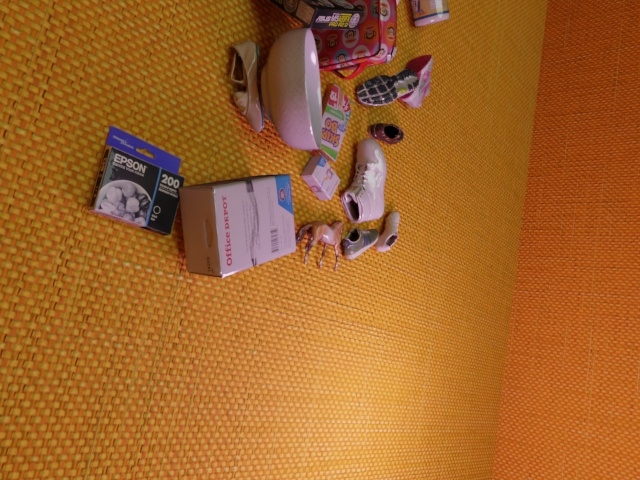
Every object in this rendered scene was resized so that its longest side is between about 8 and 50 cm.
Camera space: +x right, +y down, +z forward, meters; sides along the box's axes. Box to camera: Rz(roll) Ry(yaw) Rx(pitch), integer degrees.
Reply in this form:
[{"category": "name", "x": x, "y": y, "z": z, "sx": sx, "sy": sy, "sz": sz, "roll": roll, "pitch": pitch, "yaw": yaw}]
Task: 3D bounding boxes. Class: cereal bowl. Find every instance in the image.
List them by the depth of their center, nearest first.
[{"category": "cereal bowl", "x": -0.082, "y": -0.421, "z": 1.554, "sx": 0.339, "sy": 0.141, "sz": 0.339, "roll": -4, "pitch": 90, "yaw": -82}]

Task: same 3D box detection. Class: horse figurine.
[{"category": "horse figurine", "x": 0.000, "y": 0.000, "z": 1.771, "sx": 0.263, "sy": 0.066, "sz": 0.174, "roll": 17, "pitch": 84, "yaw": -51}]

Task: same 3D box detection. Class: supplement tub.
[{"category": "supplement tub", "x": 0.432, "y": -0.975, "z": 2.193, "sx": 0.144, "sy": 0.144, "sz": 0.199, "roll": -31, "pitch": 113, "yaw": -45}]

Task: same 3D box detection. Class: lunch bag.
[{"category": "lunch bag", "x": 0.092, "y": -0.630, "z": 1.687, "sx": 0.120, "sy": 0.293, "sz": 0.258, "roll": -11, "pitch": 103, "yaw": -50}]

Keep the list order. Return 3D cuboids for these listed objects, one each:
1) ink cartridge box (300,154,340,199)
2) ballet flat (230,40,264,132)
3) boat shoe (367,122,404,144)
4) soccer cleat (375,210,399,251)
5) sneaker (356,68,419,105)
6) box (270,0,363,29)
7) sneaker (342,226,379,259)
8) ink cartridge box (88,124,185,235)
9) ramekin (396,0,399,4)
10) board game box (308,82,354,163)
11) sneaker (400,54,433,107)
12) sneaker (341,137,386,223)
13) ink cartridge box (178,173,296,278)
[{"category": "ink cartridge box", "x": 0.003, "y": -0.203, "z": 1.778, "sx": 0.122, "sy": 0.052, "sz": 0.088, "roll": 51, "pitch": 54, "yaw": -39}, {"category": "ballet flat", "x": -0.209, "y": -0.424, "z": 1.515, "sx": 0.086, "sy": 0.086, "sz": 0.248, "roll": -9, "pitch": 96, "yaw": -49}, {"category": "boat shoe", "x": 0.265, "y": -0.404, "z": 2.068, "sx": 0.207, "sy": 0.073, "sz": 0.073, "roll": -9, "pitch": 97, "yaw": -51}, {"category": "soccer cleat", "x": 0.270, "y": -0.033, "z": 2.078, "sx": 0.068, "sy": 0.076, "sz": 0.196, "roll": 54, "pitch": 52, "yaw": -35}, {"category": "sneaker", "x": 0.241, "y": -0.545, "z": 2.012, "sx": 0.275, "sy": 0.110, "sz": 0.107, "roll": -22, "pitch": 91, "yaw": -29}, {"category": "box", "x": -0.043, "y": -0.694, "z": 1.566, "sx": 0.216, "sy": 0.270, "sz": 0.060, "roll": -23, "pitch": 147, "yaw": -46}, {"category": "sneaker", "x": 0.142, "y": -0.013, "z": 1.936, "sx": 0.192, "sy": 0.064, "sz": 0.086, "roll": -38, "pitch": 124, "yaw": -39}, {"category": "ink cartridge box", "x": -0.420, "y": -0.138, "z": 1.287, "sx": 0.206, "sy": 0.045, "sz": 0.208, "roll": 23, "pitch": 72, "yaw": -48}, {"category": "ramekin", "x": 0.139, "y": -0.838, "z": 1.762, "sx": 0.277, "sy": 0.277, "sz": 0.135, "roll": 9, "pitch": 92, "yaw": -49}, {"category": "board game box", "x": 0.034, "y": -0.383, "z": 1.827, "sx": 0.124, "sy": 0.039, "sz": 0.259, "roll": 35, "pitch": 67, "yaw": -44}, {"category": "sneaker", "x": 0.391, "y": -0.636, "z": 2.199, "sx": 0.111, "sy": 0.103, "sz": 0.252, "roll": 45, "pitch": 64, "yaw": -45}, {"category": "sneaker", "x": 0.147, "y": -0.205, "z": 1.906, "sx": 0.169, "sy": 0.108, "sz": 0.292, "roll": -19, "pitch": 107, "yaw": -51}, {"category": "ink cartridge box", "x": -0.210, "y": -0.050, "z": 1.444, "sx": 0.307, "sy": 0.129, "sz": 0.223, "roll": -19, "pitch": 110, "yaw": -54}]
